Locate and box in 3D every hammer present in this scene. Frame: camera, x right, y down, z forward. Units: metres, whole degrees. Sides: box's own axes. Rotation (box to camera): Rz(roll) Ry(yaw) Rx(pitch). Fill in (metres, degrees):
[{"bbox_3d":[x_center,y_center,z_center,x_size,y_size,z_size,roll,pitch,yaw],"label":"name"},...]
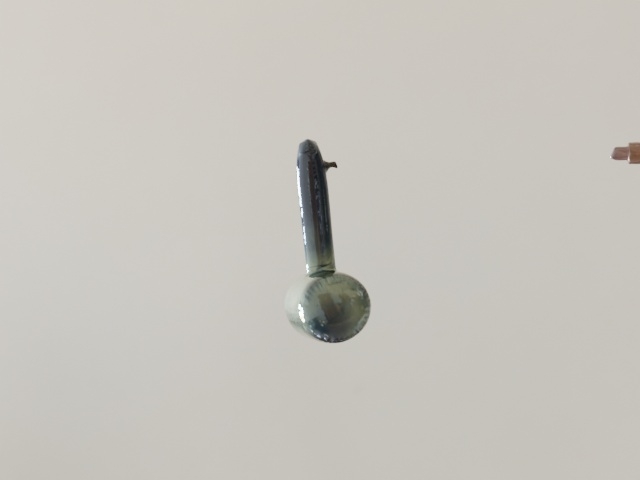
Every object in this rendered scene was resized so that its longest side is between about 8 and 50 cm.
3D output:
[{"bbox_3d":[0.000,0.000,1.885,0.070,0.194,0.116,-6,2,-12],"label":"hammer"}]

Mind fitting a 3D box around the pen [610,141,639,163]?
[{"bbox_3d":[0.310,-0.064,1.449,0.197,0.053,0.032,0,23,2],"label":"pen"}]
